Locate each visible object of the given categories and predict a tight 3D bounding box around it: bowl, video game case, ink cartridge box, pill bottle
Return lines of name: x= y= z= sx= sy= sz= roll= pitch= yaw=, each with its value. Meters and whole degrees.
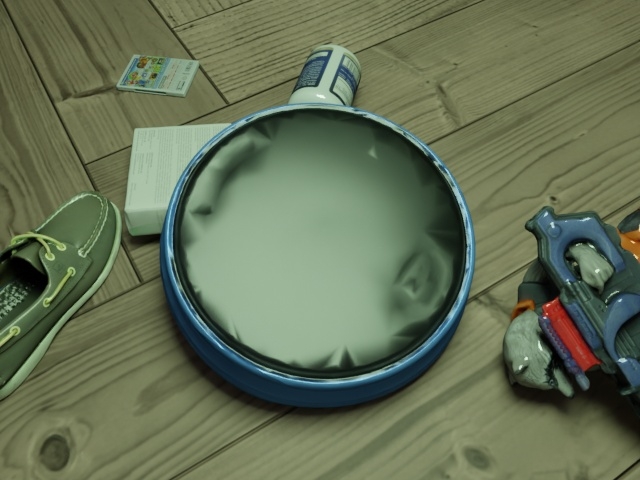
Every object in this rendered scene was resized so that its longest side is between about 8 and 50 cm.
bowl: x=0.000 y=0.000 z=0.682 sx=0.391 sy=0.077 sz=0.391 roll=2 pitch=66 yaw=-5
video game case: x=-0.282 y=-0.288 z=0.975 sx=0.122 sy=0.011 sz=0.087 roll=8 pitch=57 yaw=6
ink cartridge box: x=-0.159 y=-0.097 z=0.809 sx=0.224 sy=0.056 sz=0.181 roll=-4 pitch=48 yaw=-8
pill bottle: x=0.001 y=-0.216 z=0.867 sx=0.094 sy=0.094 sz=0.169 roll=12 pitch=55 yaw=9

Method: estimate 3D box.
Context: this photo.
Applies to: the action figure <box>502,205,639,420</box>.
action figure: x=0.365 y=0.100 z=0.642 sx=0.330 sy=0.178 sz=0.341 roll=-23 pitch=85 yaw=-6

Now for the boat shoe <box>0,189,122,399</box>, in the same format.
boat shoe: x=-0.352 y=0.047 z=0.697 sx=0.109 sy=0.091 sz=0.305 roll=16 pitch=57 yaw=12
